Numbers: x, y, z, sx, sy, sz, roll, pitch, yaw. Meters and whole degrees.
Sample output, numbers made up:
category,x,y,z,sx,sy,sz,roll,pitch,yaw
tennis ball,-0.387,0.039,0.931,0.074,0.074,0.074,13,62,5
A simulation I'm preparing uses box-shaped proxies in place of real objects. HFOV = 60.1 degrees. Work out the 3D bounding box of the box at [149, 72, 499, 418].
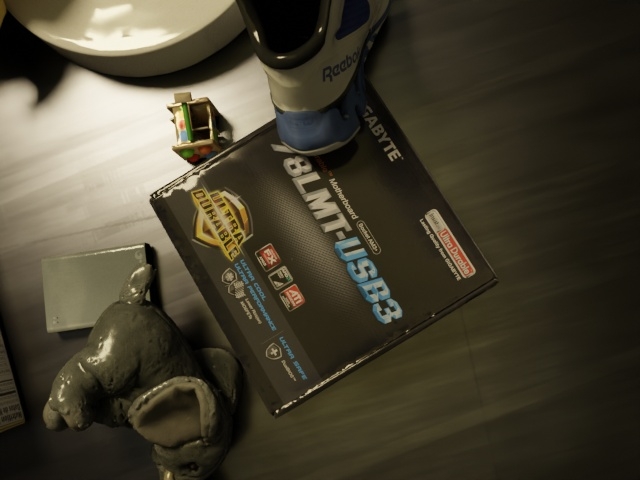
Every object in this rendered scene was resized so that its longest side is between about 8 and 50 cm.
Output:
category,x,y,z,sx,sy,sz,roll,pitch,yaw
box,0.000,0.000,0.647,0.293,0.073,0.296,-31,83,2

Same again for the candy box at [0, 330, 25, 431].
category,x,y,z,sx,sy,sz,roll,pitch,yaw
candy box,-0.502,0.105,0.668,0.182,0.087,0.317,-21,83,4

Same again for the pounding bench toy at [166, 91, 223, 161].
category,x,y,z,sx,sy,sz,roll,pitch,yaw
pounding bench toy,-0.154,-0.134,0.665,0.052,0.083,0.065,-9,83,4

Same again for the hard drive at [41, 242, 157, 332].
category,x,y,z,sx,sy,sz,roll,pitch,yaw
hard drive,-0.273,0.059,0.687,0.135,0.022,0.094,-8,83,4

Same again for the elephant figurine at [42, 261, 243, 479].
category,x,y,z,sx,sy,sz,roll,pitch,yaw
elephant figurine,-0.158,0.185,0.616,0.239,0.186,0.169,31,44,-3

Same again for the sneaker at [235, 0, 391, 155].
category,x,y,z,sx,sy,sz,roll,pitch,yaw
sneaker,-0.003,-0.269,0.579,0.127,0.182,0.316,0,64,15

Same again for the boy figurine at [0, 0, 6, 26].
category,x,y,z,sx,sy,sz,roll,pitch,yaw
boy figurine,-0.436,-0.288,0.649,0.285,0.092,0.177,-20,83,32

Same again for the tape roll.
category,x,y,z,sx,sy,sz,roll,pitch,yaw
tape roll,-0.239,-0.405,0.707,0.391,0.072,0.392,-1,85,5
